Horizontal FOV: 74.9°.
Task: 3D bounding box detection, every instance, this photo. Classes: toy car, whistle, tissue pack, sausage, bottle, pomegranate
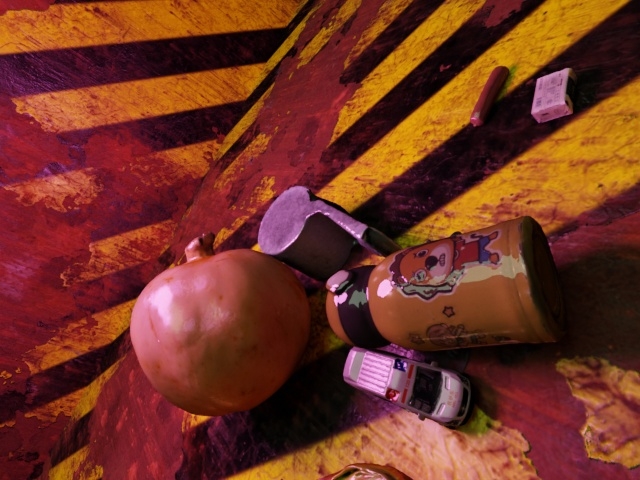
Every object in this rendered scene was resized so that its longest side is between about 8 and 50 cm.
[{"bbox_3d":[0.137,0.229,0.676,0.210,0.108,0.089,1,65,53],"label":"toy car"},{"bbox_3d":[0.018,-0.027,0.995,0.405,0.168,0.188,-10,57,44],"label":"whistle"},{"bbox_3d":[0.421,-0.260,0.752,0.062,0.042,0.083,-10,56,52],"label":"tissue pack"},{"bbox_3d":[0.357,-0.307,0.887,0.030,0.035,0.146,22,81,36],"label":"sausage"},{"bbox_3d":[0.164,0.088,0.648,0.352,0.172,0.171,-17,50,34],"label":"bottle"},{"bbox_3d":[-0.221,0.177,0.949,0.412,0.412,0.410,-33,40,34],"label":"pomegranate"}]

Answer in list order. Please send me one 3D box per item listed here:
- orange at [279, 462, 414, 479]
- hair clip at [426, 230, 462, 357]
[{"bbox_3d":[0.044,0.457,0.540,0.335,0.196,0.262,-39,23,21],"label":"orange"},{"bbox_3d":[0.223,0.094,0.746,0.070,0.039,0.229,-20,54,43],"label":"hair clip"}]
